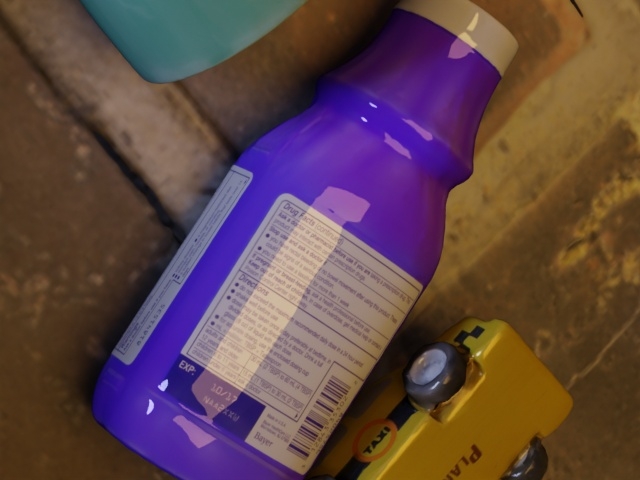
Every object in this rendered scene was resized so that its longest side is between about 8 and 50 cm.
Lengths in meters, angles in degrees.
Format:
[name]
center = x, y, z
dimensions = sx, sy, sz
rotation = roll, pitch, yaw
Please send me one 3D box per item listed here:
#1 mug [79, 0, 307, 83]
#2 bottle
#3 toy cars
[mug]
center = -0.062, -0.157, 0.892
dimensions = 0.129, 0.157, 0.097
rotation = -33, 115, 10
[bottle]
center = 0.000, 0.000, 0.971
dimensions = 0.118, 0.092, 0.283
rotation = 34, 85, -28
[toy cars]
center = 0.028, 0.223, 1.048
dimensions = 0.176, 0.087, 0.393
rotation = -1, 107, -32
